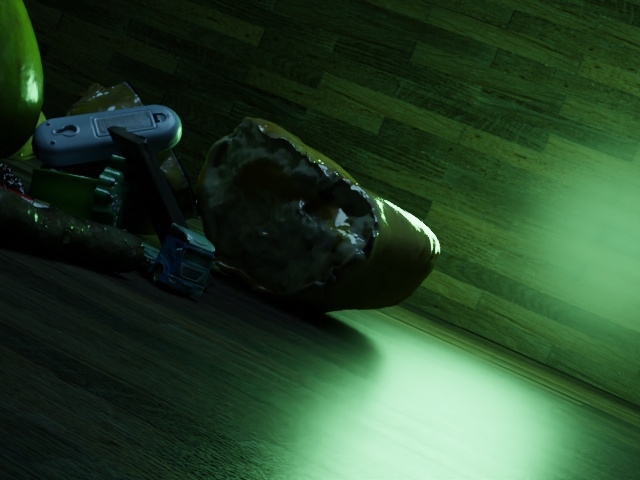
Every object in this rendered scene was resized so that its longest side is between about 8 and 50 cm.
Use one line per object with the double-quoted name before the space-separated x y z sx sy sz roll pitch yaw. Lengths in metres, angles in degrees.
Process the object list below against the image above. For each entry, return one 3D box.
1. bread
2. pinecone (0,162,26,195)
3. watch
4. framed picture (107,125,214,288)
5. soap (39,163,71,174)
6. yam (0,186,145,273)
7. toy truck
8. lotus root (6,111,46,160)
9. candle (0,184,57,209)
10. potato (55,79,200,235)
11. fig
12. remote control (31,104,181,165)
"bread" 0.000 0.000 2.043 0.361 0.250 0.394 37 6 30
"pinecone" -0.408 -0.061 1.485 0.083 0.077 0.077 55 -8 -15
"watch" -0.337 -0.063 1.665 0.152 0.131 0.165 13 1 8
"framed picture" -0.243 -0.059 1.785 0.232 0.024 0.315 67 -11 -14
"soap" -0.384 -0.064 1.884 0.114 0.063 0.198 22 2 -23
"yam" -0.304 -0.010 1.375 0.061 0.061 0.253 24 1 34
"toy truck" -0.208 0.012 1.577 0.067 0.081 0.175 24 1 -39
"lotus root" -0.666 -0.248 2.418 0.342 0.151 0.169 20 2 2
"candle" -0.384 -0.040 1.428 0.130 0.052 0.052 21 2 -10
"potato" -0.354 -0.114 2.082 0.300 0.196 0.246 52 -16 32
"fig" -0.557 -0.275 1.849 0.258 0.326 0.258 7 15 -2
"remote control" -0.346 -0.174 1.941 0.244 0.047 0.087 -11 56 -16
